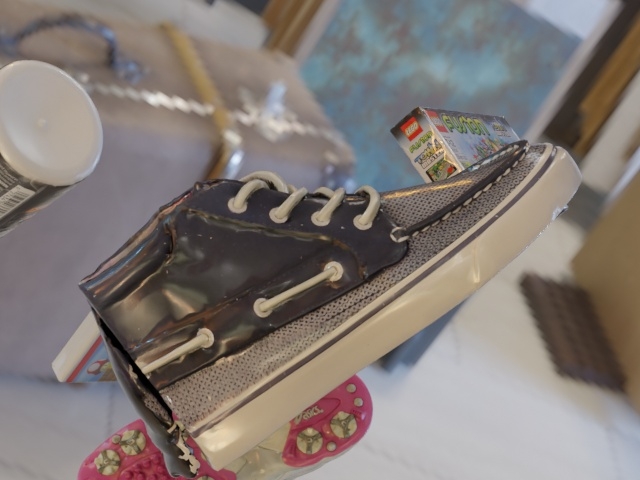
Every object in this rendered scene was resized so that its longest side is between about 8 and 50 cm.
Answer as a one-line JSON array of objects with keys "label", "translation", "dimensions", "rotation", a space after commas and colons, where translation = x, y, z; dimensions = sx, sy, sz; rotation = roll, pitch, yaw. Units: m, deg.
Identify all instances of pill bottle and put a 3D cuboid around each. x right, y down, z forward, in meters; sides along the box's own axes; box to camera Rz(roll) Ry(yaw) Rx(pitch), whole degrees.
[{"label": "pill bottle", "translation": [-0.327, -0.069, 1.745], "dimensions": [0.130, 0.245, 0.130], "rotation": [19, 59, -34]}]

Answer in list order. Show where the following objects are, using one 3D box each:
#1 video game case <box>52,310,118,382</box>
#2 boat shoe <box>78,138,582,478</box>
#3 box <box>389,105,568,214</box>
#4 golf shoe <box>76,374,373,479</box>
[{"label": "video game case", "translation": [-0.089, 0.061, 1.699], "dimensions": [0.285, 0.204, 0.025], "rotation": [4, 45, -46]}, {"label": "boat shoe", "translation": [0.000, 0.000, 1.189], "dimensions": [0.158, 0.340, 0.127], "rotation": [55, -7, -7]}, {"label": "box", "translation": [0.147, -0.063, 1.639], "dimensions": [0.114, 0.036, 0.207], "rotation": [56, 23, 14]}, {"label": "golf shoe", "translation": [-0.090, 0.220, 1.817], "dimensions": [0.140, 0.306, 0.115], "rotation": [74, 0, -73]}]
